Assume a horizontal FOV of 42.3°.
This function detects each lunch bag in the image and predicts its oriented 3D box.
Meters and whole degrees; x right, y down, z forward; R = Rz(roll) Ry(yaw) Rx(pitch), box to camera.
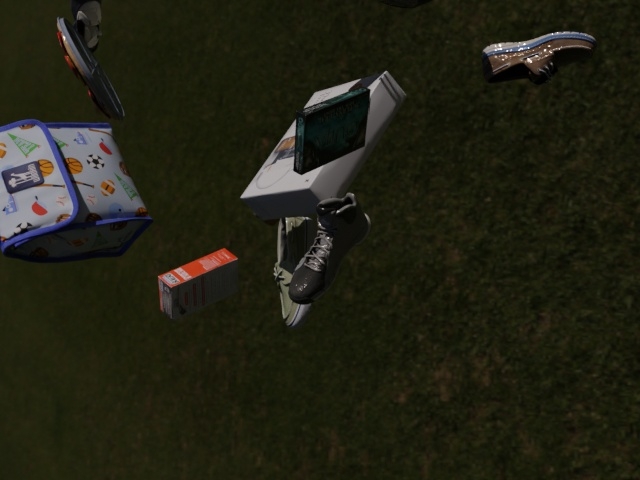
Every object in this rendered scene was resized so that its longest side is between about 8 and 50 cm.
[{"bbox_3d":[-0.669,-0.124,2.091,0.239,0.385,0.327,-42,66,38],"label":"lunch bag"}]

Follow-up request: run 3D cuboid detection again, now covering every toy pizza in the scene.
[{"bbox_3d":[-0.402,-0.290,1.425,0.201,0.032,0.201,60,179,2],"label":"toy pizza"}]

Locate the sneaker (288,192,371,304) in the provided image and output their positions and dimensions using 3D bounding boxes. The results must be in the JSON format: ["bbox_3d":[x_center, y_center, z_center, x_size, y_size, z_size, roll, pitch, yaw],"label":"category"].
[{"bbox_3d":[0.000,0.000,1.523,0.086,0.132,0.228,21,62,32],"label":"sneaker"}]

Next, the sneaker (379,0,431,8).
[{"bbox_3d":[0.059,-0.533,1.222,0.158,0.182,0.410,-28,81,10],"label":"sneaker"}]

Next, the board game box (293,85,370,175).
[{"bbox_3d":[0.023,-0.210,1.573,0.026,0.186,0.126,29,131,33],"label":"board game box"}]

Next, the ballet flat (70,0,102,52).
[{"bbox_3d":[-0.503,-0.481,1.798,0.203,0.074,0.074,122,144,-56],"label":"ballet flat"}]

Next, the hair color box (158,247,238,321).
[{"bbox_3d":[-0.254,0.092,1.736,0.053,0.167,0.093,33,134,37],"label":"hair color box"}]

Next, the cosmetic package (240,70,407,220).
[{"bbox_3d":[0.007,-0.223,1.988,0.284,0.097,0.377,-2,48,51],"label":"cosmetic package"}]

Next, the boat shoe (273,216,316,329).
[{"bbox_3d":[-0.075,0.079,2.124,0.109,0.094,0.302,-35,47,57],"label":"boat shoe"}]

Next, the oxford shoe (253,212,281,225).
[{"bbox_3d":[-0.076,-0.117,2.189,0.212,0.076,0.076,-38,29,19],"label":"oxford shoe"}]

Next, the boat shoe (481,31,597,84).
[{"bbox_3d":[0.354,-0.287,1.342,0.183,0.066,0.066,-5,68,27],"label":"boat shoe"}]
